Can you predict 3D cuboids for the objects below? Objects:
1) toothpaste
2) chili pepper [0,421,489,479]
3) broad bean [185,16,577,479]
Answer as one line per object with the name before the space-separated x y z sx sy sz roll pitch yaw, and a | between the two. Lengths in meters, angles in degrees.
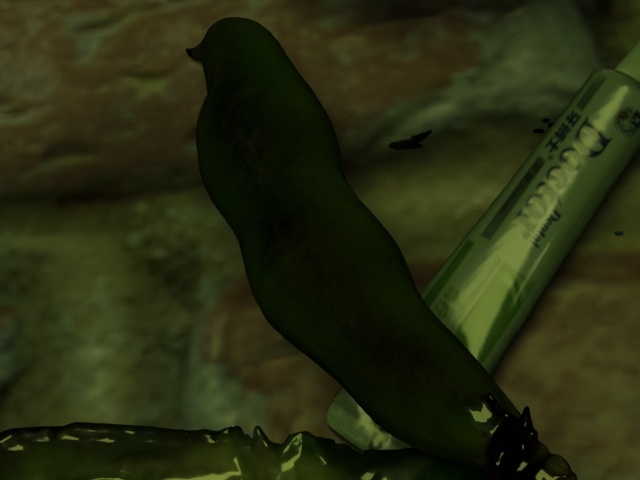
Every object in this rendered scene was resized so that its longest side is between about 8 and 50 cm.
toothpaste | 0.075 0.002 0.660 0.048 0.029 0.197 33 82 23
chili pepper | -0.012 0.142 0.589 0.264 0.116 0.148 0 57 12
broad bean | -0.001 0.001 0.627 0.060 0.043 0.297 -37 44 5
